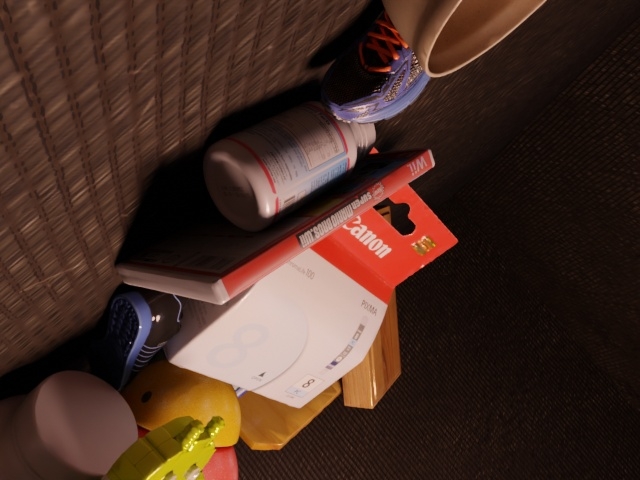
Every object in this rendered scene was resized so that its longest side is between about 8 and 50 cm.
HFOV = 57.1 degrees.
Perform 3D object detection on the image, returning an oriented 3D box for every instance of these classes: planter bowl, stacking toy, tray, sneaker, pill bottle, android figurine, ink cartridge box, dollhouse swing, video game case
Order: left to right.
[{"bbox_3d":[-0.391,0.315,0.734,0.334,0.188,0.188,-41,172,15],"label":"pill bottle"},{"bbox_3d":[-0.221,0.317,0.706,0.273,0.056,0.248,-49,161,-2],"label":"android figurine"},{"bbox_3d":[-0.233,0.124,0.764,0.090,0.081,0.232,-24,164,-43],"label":"sneaker"},{"bbox_3d":[-0.249,0.316,0.973,0.350,0.351,0.479,86,21,-80],"label":"stacking toy"},{"bbox_3d":[-0.167,0.326,1.366,0.347,0.305,0.315,-33,170,-41],"label":"dollhouse swing"},{"bbox_3d":[-0.045,-0.026,0.609,0.285,0.025,0.204,-33,-158,-34],"label":"video game case"},{"bbox_3d":[-0.023,-0.079,0.555,0.160,0.087,0.087,-33,170,-35],"label":"pill bottle"},{"bbox_3d":[0.010,0.080,0.866,0.385,0.091,0.308,-38,138,13],"label":"ink cartridge box"},{"bbox_3d":[0.108,0.138,1.316,0.076,0.410,0.203,0,-169,26],"label":"tray"},{"bbox_3d":[0.081,-0.191,0.497,0.221,0.083,0.087,-45,158,4],"label":"sneaker"},{"bbox_3d":[0.092,-0.196,0.350,0.162,0.109,0.162,-37,172,-6],"label":"planter bowl"}]

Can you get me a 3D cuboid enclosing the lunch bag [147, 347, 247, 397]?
[{"bbox_3d":[-0.203,0.230,1.132,0.219,0.176,0.090,-39,172,-3],"label":"lunch bag"}]
